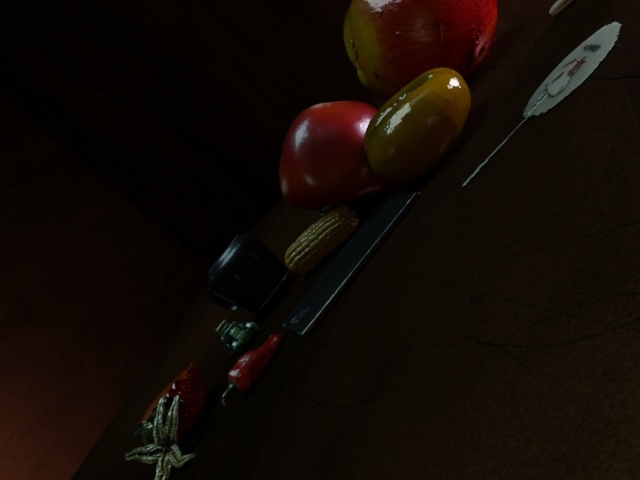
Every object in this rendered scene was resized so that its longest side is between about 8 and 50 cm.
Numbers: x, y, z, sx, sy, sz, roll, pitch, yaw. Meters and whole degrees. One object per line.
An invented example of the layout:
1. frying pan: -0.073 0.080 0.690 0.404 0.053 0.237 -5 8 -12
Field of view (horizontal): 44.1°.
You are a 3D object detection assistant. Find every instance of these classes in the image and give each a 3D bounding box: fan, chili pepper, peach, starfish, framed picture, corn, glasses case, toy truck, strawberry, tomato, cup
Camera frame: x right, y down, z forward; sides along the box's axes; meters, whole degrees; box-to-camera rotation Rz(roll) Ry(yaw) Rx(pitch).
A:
1. fan: 0.325 -0.204 1.189 0.329 0.009 0.190 -47 9 14
2. chili pepper: -0.130 0.235 1.495 0.191 0.050 0.059 -47 -12 -38
3. peach: 0.243 -0.495 1.871 0.370 0.370 0.370 -49 8 9
4. starfish: -0.310 0.408 1.537 0.217 0.050 0.223 -11 55 34
5. framed picture: 0.050 0.045 1.527 0.338 0.014 0.255 -51 8 -9
6. corn: 0.000 0.000 1.774 0.238 0.080 0.080 -40 13 39
7. peach: 0.190 -0.224 1.535 0.251 0.153 0.251 -55 10 15
8. glasses case: 0.476 -0.466 1.524 0.083 0.021 0.032 -41 11 47
9. toy truck: -0.203 0.219 1.870 0.080 0.078 0.154 -54 9 -16
10. strawberry: -0.312 0.366 1.728 0.174 0.098 0.228 -47 5 12
11. tomato: 0.038 -0.196 1.759 0.299 0.226 0.298 -14 2 1
12. cup: -0.189 0.100 1.979 0.223 0.177 0.169 -48 10 35

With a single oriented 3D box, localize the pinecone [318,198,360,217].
1. pinecone: 0.032 -0.142 1.995 0.179 0.150 0.195 -53 17 1
